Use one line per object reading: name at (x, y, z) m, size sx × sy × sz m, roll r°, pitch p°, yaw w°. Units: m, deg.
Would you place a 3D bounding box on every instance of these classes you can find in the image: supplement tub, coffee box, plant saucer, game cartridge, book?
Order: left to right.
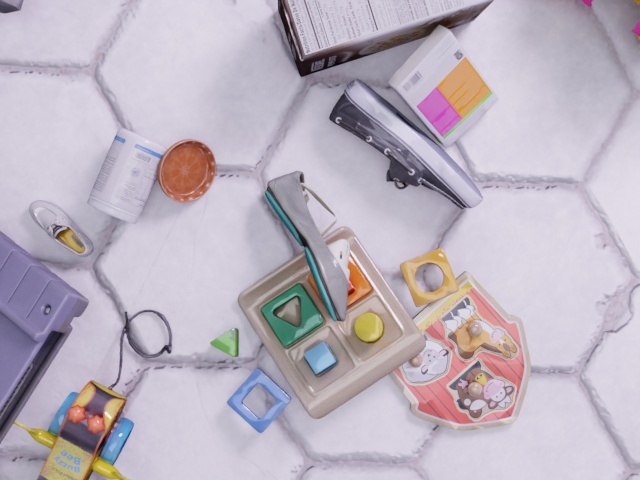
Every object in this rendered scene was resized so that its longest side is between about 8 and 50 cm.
game cartridge at (-0.464, 0.162, 1.156) m, size 0.230 × 0.068 × 0.355 m, roll 32°, pitch 90°, yaw 23°
supplement tub at (-0.247, -0.083, 1.199) m, size 0.071 × 0.071 × 0.107 m, roll 25°, pitch 91°, yaw -3°
plant saucer at (-0.173, -0.090, 1.209) m, size 0.083 × 0.013 × 0.083 m, roll -15°, pitch 116°, yaw -35°
coffee box at (0.076, -0.295, 1.171) m, size 0.246 × 0.141 × 0.098 m, roll -18°, pitch 92°, yaw 0°
book at (0.156, -0.191, 1.185) m, size 0.096 × 0.035 × 0.144 m, roll -47°, pitch 137°, yaw 3°

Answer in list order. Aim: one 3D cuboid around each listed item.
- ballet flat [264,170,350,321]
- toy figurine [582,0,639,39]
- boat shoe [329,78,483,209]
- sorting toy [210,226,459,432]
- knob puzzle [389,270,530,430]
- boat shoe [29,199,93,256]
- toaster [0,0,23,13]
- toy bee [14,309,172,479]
ballet flat at (0.000, 0.000, 1.182) m, size 0.068 × 0.072 × 0.213 m, roll -26°, pitch 68°, yaw -6°
toy figurine at (0.405, -0.337, 1.207) m, size 0.159 × 0.130 × 0.173 m, roll 37°, pitch 68°, yaw 7°
boat shoe at (0.106, -0.108, 1.212) m, size 0.228 × 0.080 × 0.076 m, roll 40°, pitch 107°, yaw -6°
sorting toy at (0.015, 0.104, 1.213) m, size 0.347 × 0.047 × 0.196 m, roll -34°, pitch 83°, yaw -1°
knob puzzle at (0.196, 0.169, 1.242) m, size 0.213 × 0.030 × 0.213 m, roll 0°, pitch 91°, yaw -2°
boat shoe at (-0.339, -0.015, 1.214) m, size 0.100 × 0.035 × 0.035 m, roll 45°, pitch 90°, yaw -3°
toaster at (-0.424, -0.384, 1.128) m, size 0.185 × 0.110 × 0.168 m, roll 17°, pitch 90°, yaw -39°
toy bee at (-0.302, 0.234, 1.161) m, size 0.195 × 0.162 × 0.298 m, roll 7°, pitch 91°, yaw -1°
